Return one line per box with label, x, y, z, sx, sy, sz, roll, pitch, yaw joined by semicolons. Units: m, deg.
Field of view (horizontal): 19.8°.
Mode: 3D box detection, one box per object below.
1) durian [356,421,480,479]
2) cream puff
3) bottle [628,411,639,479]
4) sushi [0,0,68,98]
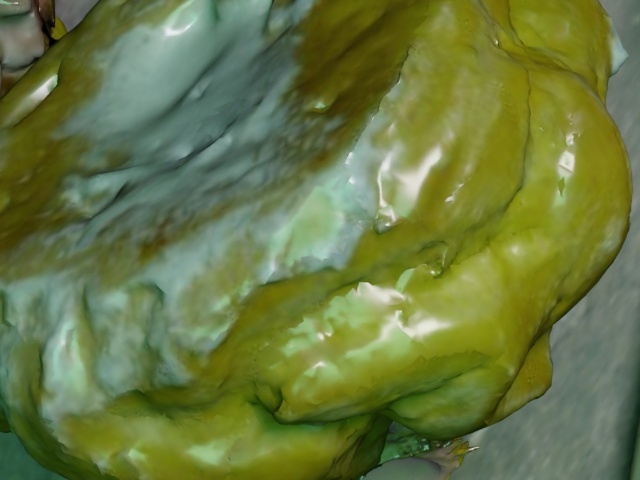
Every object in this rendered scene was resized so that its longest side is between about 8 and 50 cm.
durian;-0.023;0.139;1.069;0.165;0.132;0.182;42;86;-15
cream puff;0.000;0.000;0.944;0.378;0.378;0.275;-31;125;6
bottle;0.223;0.120;1.086;0.072;0.072;0.201;8;98;1
sushi;-0.321;-0.138;0.980;0.329;0.285;0.328;37;92;18
